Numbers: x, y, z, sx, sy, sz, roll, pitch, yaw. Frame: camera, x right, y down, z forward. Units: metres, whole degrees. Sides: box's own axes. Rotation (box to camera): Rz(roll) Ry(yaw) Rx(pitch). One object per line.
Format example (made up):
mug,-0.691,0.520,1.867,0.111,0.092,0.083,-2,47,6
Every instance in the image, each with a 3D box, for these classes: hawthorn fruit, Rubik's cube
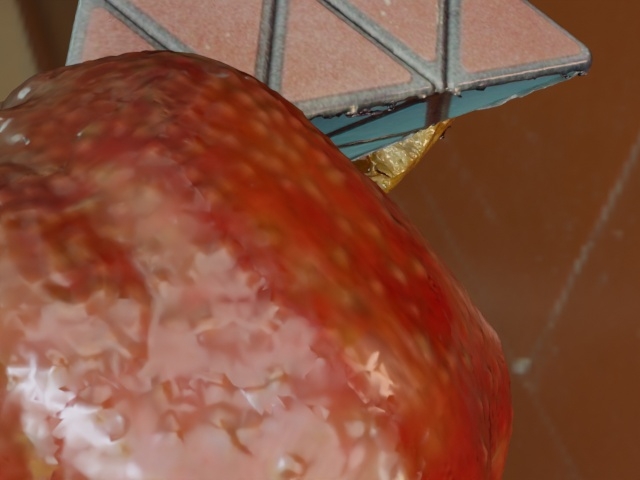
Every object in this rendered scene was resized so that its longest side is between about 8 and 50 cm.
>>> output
hawthorn fruit,-0.031,0.069,0.533,0.253,0.205,0.205,45,142,4
Rubik's cube,-0.042,-0.105,0.944,0.228,0.229,0.233,-51,39,-5

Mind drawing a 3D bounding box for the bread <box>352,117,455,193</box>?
bread,-0.019,-0.201,1.592,0.195,0.344,0.149,-49,-13,-42
